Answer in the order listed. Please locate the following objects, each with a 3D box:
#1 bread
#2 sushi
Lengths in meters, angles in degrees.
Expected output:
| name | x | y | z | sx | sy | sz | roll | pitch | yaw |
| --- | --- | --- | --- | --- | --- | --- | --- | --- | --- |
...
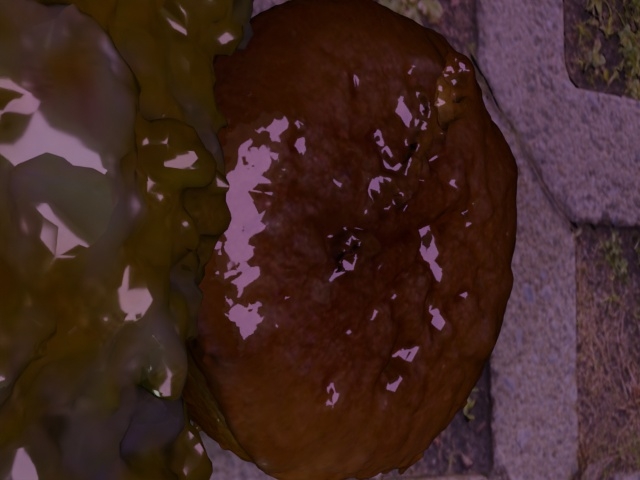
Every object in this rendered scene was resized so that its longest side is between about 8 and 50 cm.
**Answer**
| name | x | y | z | sx | sy | sz | roll | pitch | yaw |
| --- | --- | --- | --- | --- | --- | --- | --- | --- | --- |
| bread | -0.001 | -0.006 | 0.760 | 0.312 | 0.172 | 0.312 | -5 | 98 | -45 |
| sushi | -0.192 | 0.008 | 0.460 | 0.240 | 0.351 | 0.396 | 2 | 91 | -42 |
